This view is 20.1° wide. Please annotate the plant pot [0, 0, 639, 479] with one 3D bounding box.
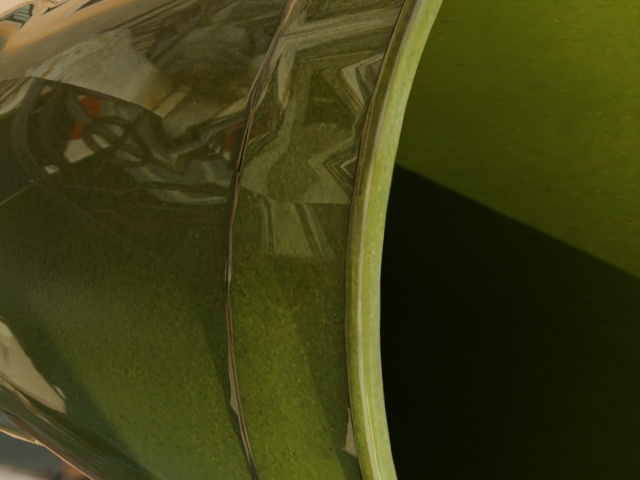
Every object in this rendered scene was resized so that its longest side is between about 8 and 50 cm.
[{"bbox_3d":[0.000,0.000,0.830,0.353,0.366,0.366,5,-102,40],"label":"plant pot"}]
